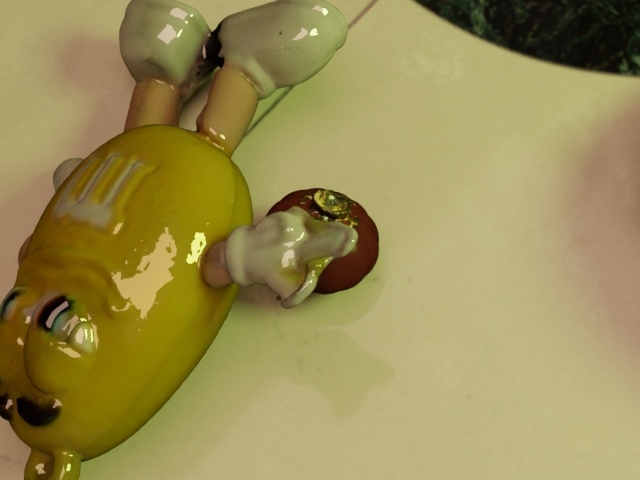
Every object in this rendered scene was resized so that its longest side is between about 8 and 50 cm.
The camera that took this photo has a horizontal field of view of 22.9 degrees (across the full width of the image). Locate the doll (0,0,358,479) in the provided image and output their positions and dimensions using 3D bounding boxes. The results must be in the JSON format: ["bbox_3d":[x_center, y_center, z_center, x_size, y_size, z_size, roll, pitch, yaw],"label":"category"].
[{"bbox_3d":[-0.120,-0.024,1.292,0.348,0.161,0.423,-29,45,26],"label":"doll"}]

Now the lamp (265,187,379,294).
[{"bbox_3d":[0.000,0.000,1.323,0.101,0.090,0.101,10,40,-9],"label":"lamp"}]
